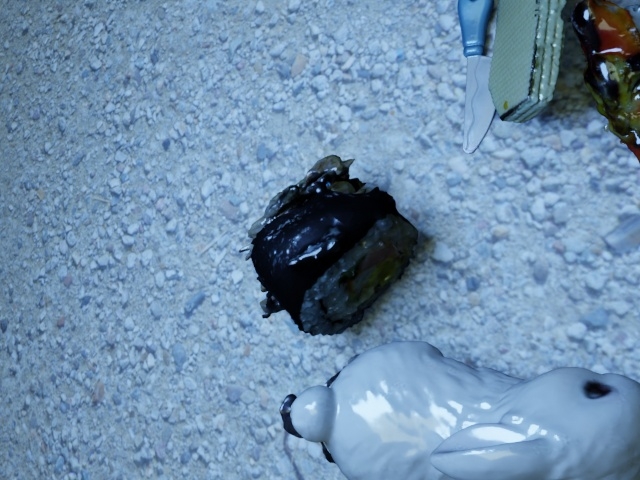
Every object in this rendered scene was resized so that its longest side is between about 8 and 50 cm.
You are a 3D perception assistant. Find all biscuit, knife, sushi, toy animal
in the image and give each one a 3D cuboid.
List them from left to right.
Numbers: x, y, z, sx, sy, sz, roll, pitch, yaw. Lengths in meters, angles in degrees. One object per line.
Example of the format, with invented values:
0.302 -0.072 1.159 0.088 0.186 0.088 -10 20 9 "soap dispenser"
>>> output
-0.003 -0.004 0.765 0.238 0.225 0.219 -27 53 -10 "sushi"
0.154 0.206 0.588 0.357 0.257 0.194 -15 82 53 "toy animal"
0.227 -0.246 0.774 0.058 0.032 0.244 -3 84 23 "knife"
0.264 -0.270 0.685 0.052 0.150 0.252 9 84 0 "biscuit"
0.364 -0.186 0.633 0.103 0.097 0.226 -21 95 14 "sushi"
